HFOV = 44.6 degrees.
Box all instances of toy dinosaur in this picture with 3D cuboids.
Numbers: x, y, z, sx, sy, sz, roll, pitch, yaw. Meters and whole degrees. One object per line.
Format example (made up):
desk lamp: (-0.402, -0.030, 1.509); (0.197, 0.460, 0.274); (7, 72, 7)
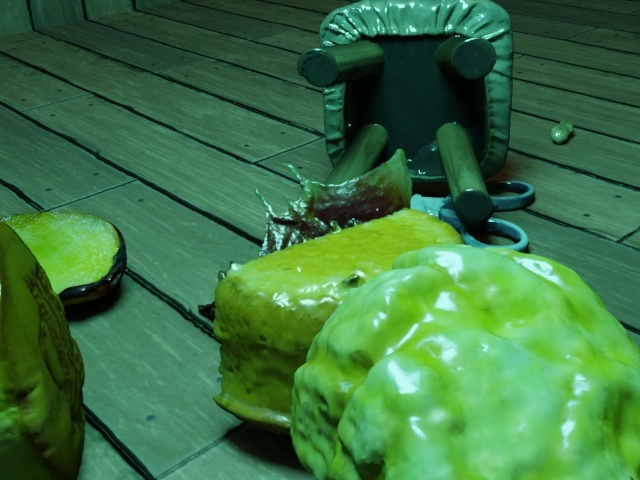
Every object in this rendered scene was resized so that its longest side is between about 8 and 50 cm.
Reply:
toy dinosaur: (-0.001, -0.010, 1.030); (0.206, 0.327, 0.113); (26, -8, -8)

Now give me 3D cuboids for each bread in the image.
bread: (-0.312, 0.121, 0.757); (0.148, 0.270, 0.270); (-17, 31, -14)
bread: (0.062, 0.090, 0.834); (0.340, 0.194, 0.179); (-19, 24, -33)

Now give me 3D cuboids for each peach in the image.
peach: (-0.383, 0.035, 1.116); (0.189, 0.068, 0.279); (-31, 41, -29)

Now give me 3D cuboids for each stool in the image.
stool: (0.138, -0.193, 1.190); (0.310, 0.310, 0.226); (0, 29, 11)

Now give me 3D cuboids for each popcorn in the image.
popcorn: (0.146, 0.156, 0.596); (0.292, 0.334, 0.293); (-41, 2, 1)

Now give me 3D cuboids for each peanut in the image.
peanut: (0.477, -0.214, 1.534); (0.037, 0.037, 0.083); (18, 30, 33)

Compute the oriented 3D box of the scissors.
scissors: (0.152, -0.056, 1.277); (0.383, 0.029, 0.256); (6, 29, 18)
